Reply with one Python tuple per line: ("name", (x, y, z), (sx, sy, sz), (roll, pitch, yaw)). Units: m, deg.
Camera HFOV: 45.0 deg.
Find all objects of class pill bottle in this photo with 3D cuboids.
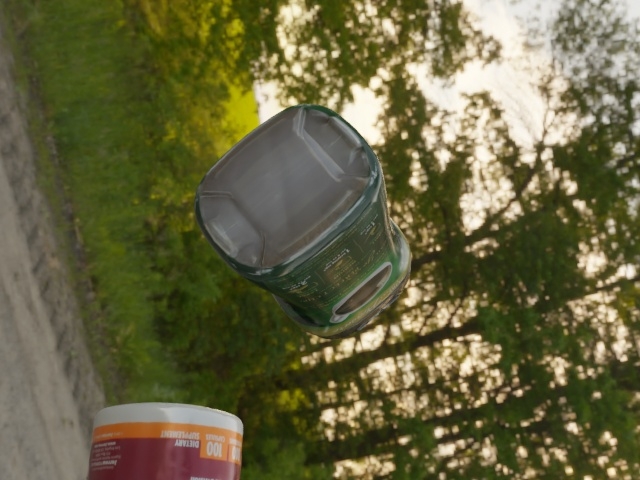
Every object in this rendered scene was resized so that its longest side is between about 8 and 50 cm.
("pill bottle", (-0.230, 0.443, 1.089), (0.224, 0.224, 0.392), (86, 5, -67))

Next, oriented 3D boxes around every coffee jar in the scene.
("coffee jar", (0.000, 0.000, 0.467), (0.079, 0.096, 0.184), (49, -3, 23))
